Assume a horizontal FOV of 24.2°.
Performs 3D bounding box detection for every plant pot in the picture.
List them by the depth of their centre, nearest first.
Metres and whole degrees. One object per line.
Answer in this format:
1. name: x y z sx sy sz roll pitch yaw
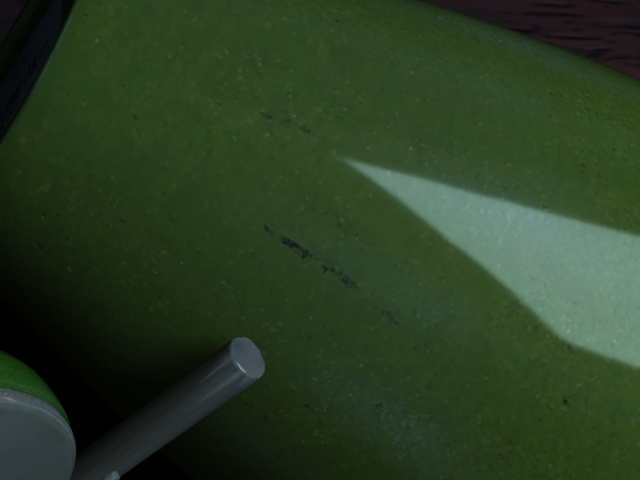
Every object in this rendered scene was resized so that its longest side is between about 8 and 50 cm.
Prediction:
1. plant pot: 0.000 0.000 0.628 0.294 0.275 0.274 29 55 -22

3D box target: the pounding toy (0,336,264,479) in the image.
1. pounding toy: -0.165 0.059 0.493 0.237 0.183 0.110 -2 52 -49

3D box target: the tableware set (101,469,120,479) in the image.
1. tableware set: -0.135 0.141 0.493 0.020 0.141 0.169 49 38 14
